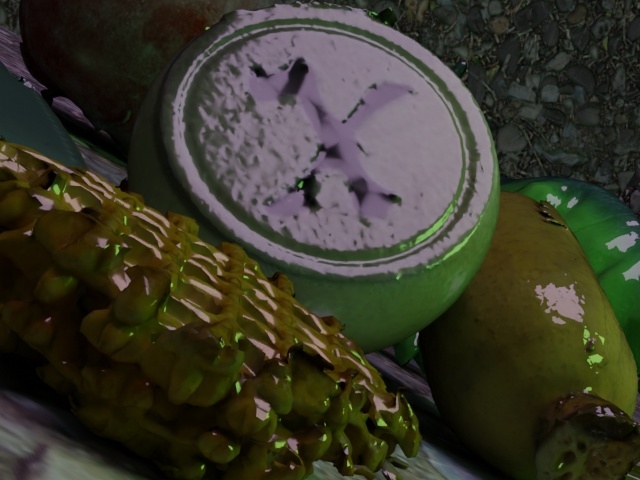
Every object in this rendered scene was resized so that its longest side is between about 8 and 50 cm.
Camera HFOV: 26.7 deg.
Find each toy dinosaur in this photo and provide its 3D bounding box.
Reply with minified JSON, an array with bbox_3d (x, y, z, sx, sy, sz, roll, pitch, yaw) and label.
[{"bbox_3d":[0.216,-0.047,1.121,0.375,0.499,0.144,-26,-46,37],"label":"toy dinosaur"}]

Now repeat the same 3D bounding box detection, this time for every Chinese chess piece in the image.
[{"bbox_3d":[-0.005,-0.042,0.822,0.238,0.237,0.092,31,-35,7],"label":"Chinese chess piece"}]

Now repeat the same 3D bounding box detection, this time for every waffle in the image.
[{"bbox_3d":[-0.055,0.039,0.531,0.197,0.070,0.193,35,5,27],"label":"waffle"}]

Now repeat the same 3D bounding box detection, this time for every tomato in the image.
[{"bbox_3d":[-0.183,-0.222,1.513,0.317,0.282,0.316,42,0,0],"label":"tomato"}]

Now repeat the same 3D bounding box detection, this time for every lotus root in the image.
[{"bbox_3d":[0.130,0.062,0.902,0.146,0.131,0.303,59,11,-28],"label":"lotus root"}]

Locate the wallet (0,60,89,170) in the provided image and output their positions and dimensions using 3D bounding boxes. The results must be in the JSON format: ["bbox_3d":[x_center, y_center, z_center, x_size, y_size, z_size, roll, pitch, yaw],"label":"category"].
[{"bbox_3d":[-0.289,-0.111,0.630,0.360,0.083,0.252,29,9,-28],"label":"wallet"}]

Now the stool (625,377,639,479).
[{"bbox_3d":[0.289,0.174,1.068,0.110,0.135,0.134,29,-42,26],"label":"stool"}]

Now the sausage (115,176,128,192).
[{"bbox_3d":[-0.093,-0.003,0.944,0.050,0.048,0.145,-11,-19,26],"label":"sausage"}]
